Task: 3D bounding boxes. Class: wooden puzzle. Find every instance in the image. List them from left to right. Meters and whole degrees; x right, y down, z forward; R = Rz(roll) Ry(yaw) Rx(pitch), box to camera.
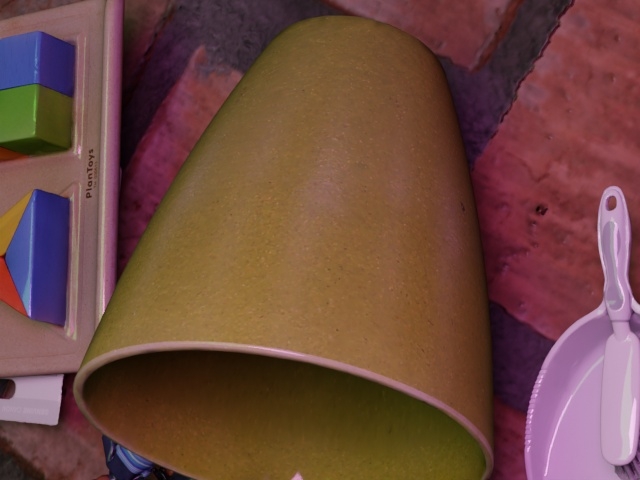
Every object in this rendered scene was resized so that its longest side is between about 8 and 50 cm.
[{"bbox_3d":[-0.315,-0.041,1.223,0.348,0.080,0.322,-8,77,34],"label":"wooden puzzle"}]

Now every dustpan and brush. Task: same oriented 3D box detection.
[{"bbox_3d":[0.198,0.073,0.911,0.147,0.060,0.211,-5,74,34],"label":"dustpan and brush"}]

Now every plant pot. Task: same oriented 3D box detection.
[{"bbox_3d":[0.000,0.000,0.968,0.274,0.275,0.293,-8,57,33],"label":"plant pot"}]

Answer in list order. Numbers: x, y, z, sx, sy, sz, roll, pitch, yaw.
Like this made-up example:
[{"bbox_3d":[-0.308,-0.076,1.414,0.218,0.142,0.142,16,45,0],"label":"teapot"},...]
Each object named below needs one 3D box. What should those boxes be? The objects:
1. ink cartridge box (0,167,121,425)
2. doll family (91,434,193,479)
[{"bbox_3d":[-0.272,0.043,1.260,0.189,0.066,0.232,0,85,35],"label":"ink cartridge box"},{"bbox_3d":[-0.106,0.201,1.085,0.111,0.076,0.193,-54,49,16],"label":"doll family"}]
